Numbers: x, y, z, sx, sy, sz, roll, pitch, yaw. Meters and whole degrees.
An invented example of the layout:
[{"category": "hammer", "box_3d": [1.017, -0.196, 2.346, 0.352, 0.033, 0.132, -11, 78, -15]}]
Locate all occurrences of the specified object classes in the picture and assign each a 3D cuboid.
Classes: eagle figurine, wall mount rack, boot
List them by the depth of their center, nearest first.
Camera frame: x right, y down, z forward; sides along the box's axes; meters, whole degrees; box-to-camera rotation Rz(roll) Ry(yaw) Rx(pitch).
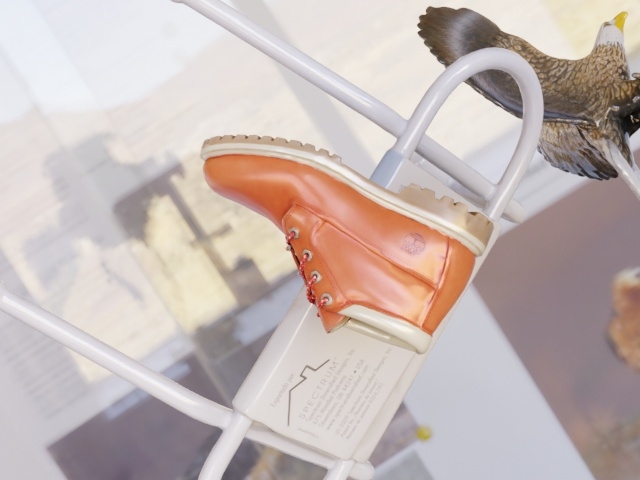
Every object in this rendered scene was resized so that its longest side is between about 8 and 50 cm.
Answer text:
[{"category": "boot", "box_3d": [0.000, 0.000, 0.700, 0.059, 0.158, 0.084, 57, -123, -76]}, {"category": "wall mount rack", "box_3d": [-0.030, 0.005, 0.820, 0.130, 0.304, 0.350, 31, 90, 46]}, {"category": "eagle figurine", "box_3d": [0.272, -0.163, 1.483, 0.298, 0.226, 0.225, 1, 24, 38]}]
